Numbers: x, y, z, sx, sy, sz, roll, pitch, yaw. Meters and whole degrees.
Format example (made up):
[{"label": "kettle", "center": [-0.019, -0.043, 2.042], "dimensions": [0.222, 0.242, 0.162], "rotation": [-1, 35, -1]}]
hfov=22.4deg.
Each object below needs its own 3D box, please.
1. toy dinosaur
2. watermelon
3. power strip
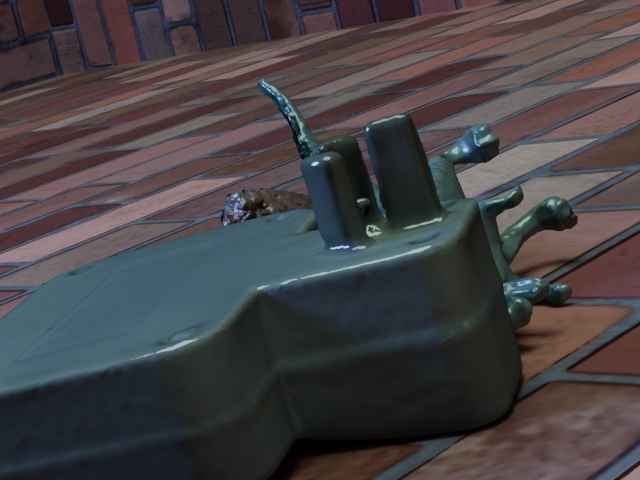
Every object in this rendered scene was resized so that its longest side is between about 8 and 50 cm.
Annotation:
[{"label": "toy dinosaur", "center": [0.076, -0.030, 0.990], "dimensions": [0.129, 0.076, 0.383], "rotation": [-13, 23, -13]}, {"label": "watermelon", "center": [0.003, 0.010, 1.008], "dimensions": [0.101, 0.080, 0.155], "rotation": [3, 0, 36]}, {"label": "power strip", "center": [-0.047, 0.033, 0.777], "dimensions": [0.261, 0.141, 0.229], "rotation": [-13, 12, 16]}]
